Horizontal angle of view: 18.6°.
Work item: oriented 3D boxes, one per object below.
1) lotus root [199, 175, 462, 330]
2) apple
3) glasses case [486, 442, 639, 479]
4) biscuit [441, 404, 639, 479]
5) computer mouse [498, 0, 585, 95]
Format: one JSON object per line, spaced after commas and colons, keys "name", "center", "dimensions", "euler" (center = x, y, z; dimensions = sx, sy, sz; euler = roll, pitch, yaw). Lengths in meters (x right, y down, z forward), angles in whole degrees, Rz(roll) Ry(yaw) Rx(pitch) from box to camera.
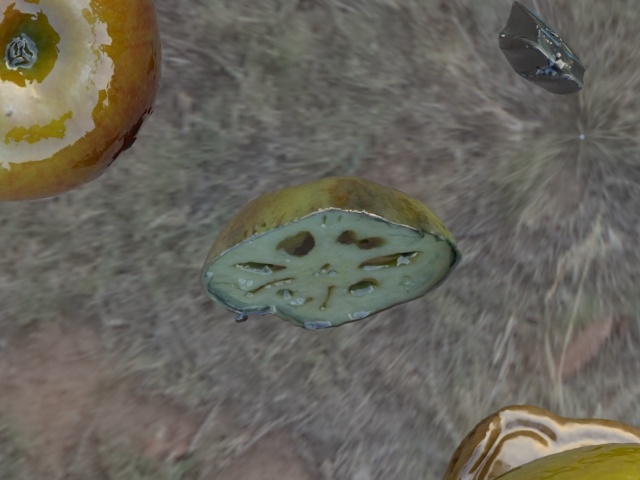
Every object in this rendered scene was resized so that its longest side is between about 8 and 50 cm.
{"name": "lotus root", "center": [0.004, -0.001, 1.568], "dimensions": [0.203, 0.183, 0.078], "euler": [-19, 59, 21]}
{"name": "apple", "center": [-0.182, -0.113, 1.247], "dimensions": [0.160, 0.173, 0.195], "euler": [41, 85, -14]}
{"name": "glasses case", "center": [-0.008, 0.202, 0.578], "dimensions": [0.141, 0.173, 0.371], "euler": [40, 125, -3]}
{"name": "biscuit", "center": [0.185, 0.323, 1.561], "dimensions": [0.381, 0.074, 0.359], "euler": [-31, 78, -24]}
{"name": "computer mouse", "center": [0.185, -0.157, 1.669], "dimensions": [0.079, 0.135, 0.047], "euler": [38, 103, -19]}
